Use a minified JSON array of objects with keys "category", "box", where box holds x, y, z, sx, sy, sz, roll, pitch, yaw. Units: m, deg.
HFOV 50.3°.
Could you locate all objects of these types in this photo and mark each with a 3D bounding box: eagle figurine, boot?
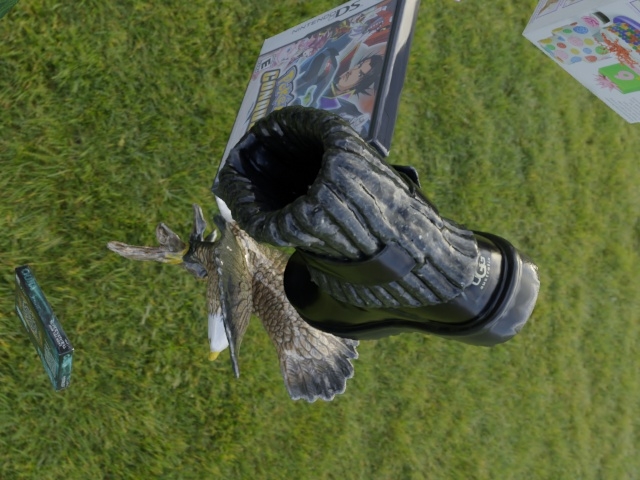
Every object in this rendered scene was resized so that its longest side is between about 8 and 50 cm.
[{"category":"eagle figurine","box":[-0.098,0.067,0.886,0.226,0.298,0.225,-28,122,-32]},{"category":"boot","box":[0.002,-0.004,0.648,0.260,0.347,0.131,27,70,-30]}]

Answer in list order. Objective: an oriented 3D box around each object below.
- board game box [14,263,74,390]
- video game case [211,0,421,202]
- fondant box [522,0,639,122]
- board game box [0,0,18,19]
[{"category":"board game box","box":[-0.474,0.149,1.162,0.026,0.126,0.186,-20,62,-35]},{"category":"video game case","box":[-0.005,-0.189,0.848,0.035,0.248,0.275,42,49,-39]},{"category":"fondant box","box":[0.454,-0.263,0.844,0.238,0.330,0.096,30,80,-21]},{"category":"board game box","box":[-0.423,-0.285,0.651,0.318,0.318,0.066,-44,82,5]}]
